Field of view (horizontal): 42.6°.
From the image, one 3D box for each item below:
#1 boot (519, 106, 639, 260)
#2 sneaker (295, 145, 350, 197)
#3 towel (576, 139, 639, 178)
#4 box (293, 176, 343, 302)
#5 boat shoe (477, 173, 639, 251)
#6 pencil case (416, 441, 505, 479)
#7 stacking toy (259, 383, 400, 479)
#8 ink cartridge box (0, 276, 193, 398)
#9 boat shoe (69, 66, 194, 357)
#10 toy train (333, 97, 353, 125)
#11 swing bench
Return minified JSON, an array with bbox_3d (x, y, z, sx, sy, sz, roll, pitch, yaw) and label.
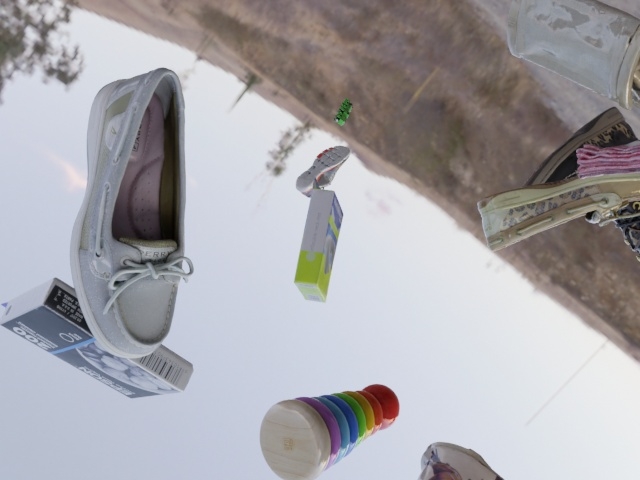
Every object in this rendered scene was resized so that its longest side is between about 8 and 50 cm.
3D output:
[{"bbox_3d":[0.553,-0.071,1.582,0.377,0.138,0.284,-36,-101,-34],"label":"boot"},{"bbox_3d":[0.010,-0.163,1.967,0.061,0.158,0.065,51,180,38],"label":"sneaker"},{"bbox_3d":[0.468,-0.126,0.861,0.237,0.329,0.037,-176,71,-73],"label":"towel"},{"bbox_3d":[0.000,0.000,1.322,0.042,0.178,0.109,7,162,12],"label":"box"},{"bbox_3d":[0.398,-0.050,1.302,0.104,0.285,0.089,25,-125,-75],"label":"boat shoe"},{"bbox_3d":[0.140,0.496,1.129,0.160,0.410,0.183,16,151,25],"label":"pencil case"},{"bbox_3d":[0.044,0.326,1.483,0.141,0.141,0.330,46,-153,25],"label":"stacking toy"},{"bbox_3d":[-0.295,0.134,1.040,0.206,0.045,0.208,38,149,-24],"label":"ink cartridge box"},{"bbox_3d":[-0.199,-0.031,0.914,0.118,0.320,0.103,10,169,-42],"label":"boat shoe"},{"bbox_3d":[0.047,-0.254,1.625,0.023,0.017,0.083,34,-140,-8],"label":"toy train"},{"bbox_3d":[0.493,-0.348,1.452,0.254,0.165,0.253,-9,-143,-43],"label":"swing bench"}]
